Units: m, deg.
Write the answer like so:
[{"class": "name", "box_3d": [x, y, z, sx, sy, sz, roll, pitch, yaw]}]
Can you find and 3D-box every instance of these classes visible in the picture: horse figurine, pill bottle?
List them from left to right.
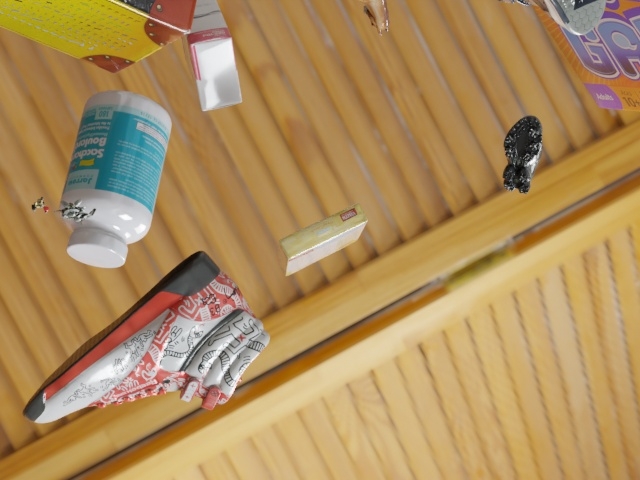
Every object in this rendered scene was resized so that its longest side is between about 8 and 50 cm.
[{"class": "pill bottle", "box_3d": [-0.329, -0.094, 1.818, 0.146, 0.146, 0.264, 76, 20, -65]}, {"class": "horse figurine", "box_3d": [0.079, -0.476, 1.908, 0.174, 0.066, 0.263, 52, -31, 13]}]

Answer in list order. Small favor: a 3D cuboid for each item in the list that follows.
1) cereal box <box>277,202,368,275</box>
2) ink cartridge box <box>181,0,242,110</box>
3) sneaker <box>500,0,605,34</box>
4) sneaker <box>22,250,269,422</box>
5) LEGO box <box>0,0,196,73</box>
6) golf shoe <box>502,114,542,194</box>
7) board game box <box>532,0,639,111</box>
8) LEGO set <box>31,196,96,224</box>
[{"class": "cereal box", "box_3d": [0.000, 0.000, 2.267, 0.047, 0.173, 0.240, 63, -8, 8]}, {"class": "ink cartridge box", "box_3d": [-0.235, -0.394, 2.390, 0.218, 0.092, 0.158, -115, -165, -52]}, {"class": "sneaker", "box_3d": [0.223, -0.337, 1.301, 0.163, 0.086, 0.226, 43, -2, 37]}, {"class": "sneaker", "box_3d": [-0.184, 0.148, 1.250, 0.145, 0.270, 0.090, 50, 2, -10]}, {"class": "LEGO box", "box_3d": [-0.375, -0.470, 1.333, 0.193, 0.500, 0.372, -13, -116, 51]}, {"class": "golf shoe", "box_3d": [0.419, -0.192, 2.356, 0.077, 0.094, 0.198, 20, -41, 13]}, {"class": "board game box", "box_3d": [0.487, -0.409, 1.475, 0.356, 0.356, 0.356, 51, -8, -18]}, {"class": "LEGO set", "box_3d": [-0.327, -0.035, 1.465, 0.054, 0.083, 0.023, 129, -43, -63]}]
